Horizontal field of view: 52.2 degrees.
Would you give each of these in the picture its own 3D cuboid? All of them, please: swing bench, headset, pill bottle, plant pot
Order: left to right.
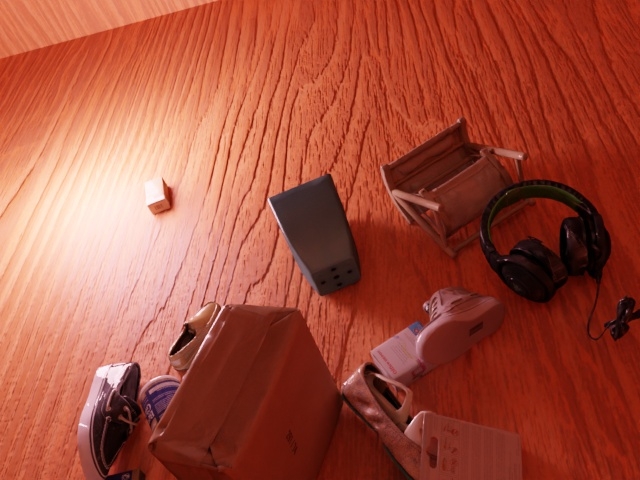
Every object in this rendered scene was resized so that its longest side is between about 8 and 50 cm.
[{"bbox_3d":[-0.308,0.369,1.358,0.094,0.094,0.169,-32,45,-11],"label":"pill bottle"},{"bbox_3d":[0.000,0.000,1.554,0.165,0.165,0.234,-22,52,0],"label":"plant pot"},{"bbox_3d":[0.324,-0.133,1.558,0.253,0.165,0.255,-32,39,-10],"label":"swing bench"},{"bbox_3d":[0.486,0.025,1.319,0.243,0.185,0.394,-25,58,-3],"label":"headset"}]

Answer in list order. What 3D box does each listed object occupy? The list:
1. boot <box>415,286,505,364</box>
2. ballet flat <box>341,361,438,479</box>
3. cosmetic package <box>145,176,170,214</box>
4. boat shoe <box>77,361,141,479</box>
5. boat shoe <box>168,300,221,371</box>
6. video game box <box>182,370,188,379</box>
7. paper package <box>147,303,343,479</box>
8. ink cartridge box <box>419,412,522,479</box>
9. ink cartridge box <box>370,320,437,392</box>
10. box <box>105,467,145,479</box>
[{"bbox_3d":[0.248,0.163,1.308,0.258,0.095,0.123,-14,25,-40],"label":"boot"},{"bbox_3d":[0.150,0.333,1.194,0.316,0.107,0.106,41,102,42],"label":"ballet flat"},{"bbox_3d":[-0.488,-0.135,1.953,0.060,0.041,0.115,-23,44,0],"label":"cosmetic package"},{"bbox_3d":[-0.435,0.375,1.391,0.102,0.108,0.301,-14,31,2],"label":"boat shoe"},{"bbox_3d":[-0.291,0.210,1.521,0.068,0.072,0.190,5,50,25],"label":"boat shoe"},{"bbox_3d":[-0.186,0.250,1.400,0.187,0.048,0.205,-50,22,-24],"label":"video game box"},{"bbox_3d":[-0.109,0.320,1.163,0.168,0.325,0.310,6,51,25],"label":"paper package"},{"bbox_3d":[0.254,0.386,1.114,0.179,0.045,0.145,13,49,0],"label":"ink cartridge box"},{"bbox_3d":[0.177,0.236,1.330,0.122,0.052,0.088,-30,44,-11],"label":"ink cartridge box"},{"bbox_3d":[-0.462,0.544,1.292,0.225,0.037,0.136,-16,44,7],"label":"box"}]
